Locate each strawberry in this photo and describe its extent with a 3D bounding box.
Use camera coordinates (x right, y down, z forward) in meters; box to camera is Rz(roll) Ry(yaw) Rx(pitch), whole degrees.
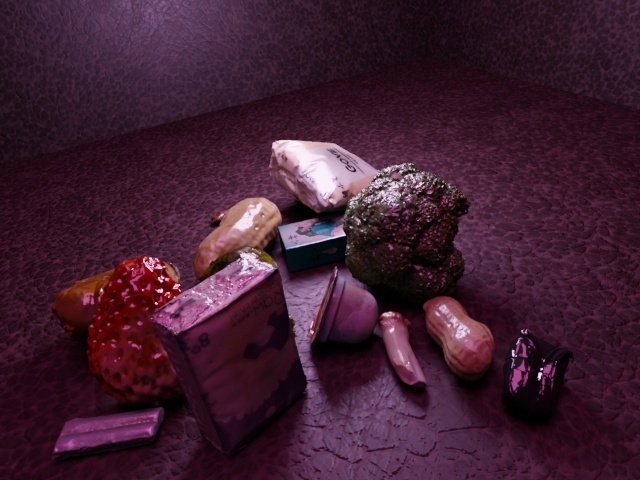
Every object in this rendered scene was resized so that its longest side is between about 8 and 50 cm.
[{"bbox_3d":[-0.402,0.205,1.130,0.265,0.336,0.149,-8,0,-7],"label":"strawberry"}]

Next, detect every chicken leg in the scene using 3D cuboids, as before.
[{"bbox_3d":[-0.307,-0.105,1.853,0.197,0.069,0.085,-19,57,-5],"label":"chicken leg"}]

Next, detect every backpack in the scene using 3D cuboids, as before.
[{"bbox_3d":[0.432,0.280,1.031,0.120,0.106,0.165,29,61,14],"label":"backpack"}]

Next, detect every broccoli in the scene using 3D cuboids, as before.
[{"bbox_3d":[0.228,-0.032,1.368,0.310,0.321,0.413,-12,38,-38],"label":"broccoli"}]

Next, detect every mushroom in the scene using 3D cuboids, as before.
[{"bbox_3d":[0.191,0.255,1.163,0.071,0.084,0.209,-42,32,22],"label":"mushroom"}]

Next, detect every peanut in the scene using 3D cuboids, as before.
[{"bbox_3d":[-0.260,-0.005,1.576,0.192,0.170,0.387,-7,29,33],"label":"peanut"},{"bbox_3d":[0.318,0.215,1.154,0.123,0.124,0.257,-11,28,-5],"label":"peanut"}]

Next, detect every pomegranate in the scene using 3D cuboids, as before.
[{"bbox_3d":[-0.180,0.142,1.322,0.276,0.222,0.204,24,23,-9],"label":"pomegranate"}]

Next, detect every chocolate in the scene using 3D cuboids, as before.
[{"bbox_3d":[0.066,0.181,1.238,0.147,0.221,0.221,21,33,-5],"label":"chocolate"}]

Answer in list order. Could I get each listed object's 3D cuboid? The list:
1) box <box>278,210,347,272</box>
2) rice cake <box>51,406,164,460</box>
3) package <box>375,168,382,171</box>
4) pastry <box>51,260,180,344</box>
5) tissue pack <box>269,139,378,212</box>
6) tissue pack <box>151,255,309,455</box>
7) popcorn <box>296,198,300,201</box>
[{"bbox_3d":[0.000,0.000,1.580,0.244,0.092,0.153,-13,32,-9],"label":"box"},{"bbox_3d":[-0.453,0.413,1.078,0.226,0.040,0.085,-9,31,-1],"label":"rice cake"},{"bbox_3d":[0.195,-0.238,1.971,0.239,0.030,0.154,10,38,26],"label":"package"},{"bbox_3d":[-0.523,0.173,1.332,0.315,0.184,0.284,-16,11,-6],"label":"pastry"},{"bbox_3d":[0.039,-0.215,1.777,0.390,0.195,0.375,-12,41,-45],"label":"tissue pack"},{"bbox_3d":[-0.166,0.230,1.017,0.242,0.344,0.125,-33,37,-33],"label":"tissue pack"},{"bbox_3d":[-0.061,-0.180,1.913,0.083,0.057,0.082,-11,33,-9],"label":"popcorn"}]
